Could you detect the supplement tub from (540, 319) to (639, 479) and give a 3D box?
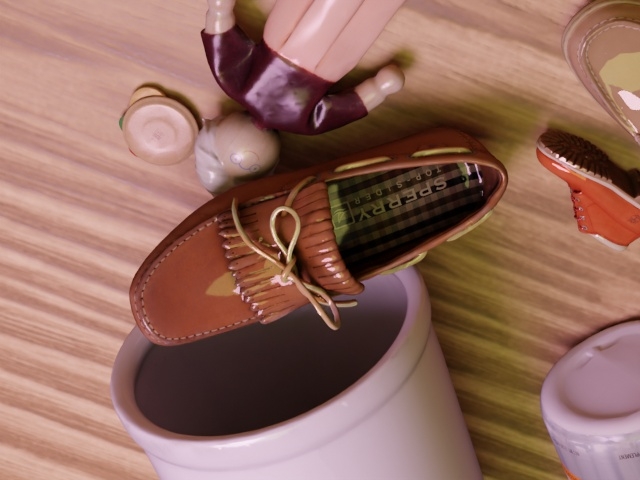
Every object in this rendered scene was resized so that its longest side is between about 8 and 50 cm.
[{"bbox_3d":[0.373,0.260,1.487,0.193,0.194,0.316,-18,118,17],"label":"supplement tub"}]

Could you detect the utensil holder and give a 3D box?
[{"bbox_3d":[0.004,0.239,1.450,0.327,0.328,0.386,-13,122,14],"label":"utensil holder"}]

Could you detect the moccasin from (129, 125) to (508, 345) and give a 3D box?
[{"bbox_3d":[0.001,0.003,1.320,0.380,0.147,0.139,-17,103,-10],"label":"moccasin"}]

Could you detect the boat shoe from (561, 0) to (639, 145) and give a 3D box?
[{"bbox_3d":[0.372,-0.103,1.312,0.341,0.110,0.122,35,119,-15],"label":"boat shoe"}]

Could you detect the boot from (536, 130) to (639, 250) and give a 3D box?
[{"bbox_3d":[0.270,-0.046,1.393,0.158,0.059,0.085,30,125,-13],"label":"boot"}]

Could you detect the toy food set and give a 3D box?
[{"bbox_3d":[-0.166,-0.113,1.423,0.083,0.020,0.083,25,121,-9],"label":"toy food set"}]

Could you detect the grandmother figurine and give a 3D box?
[{"bbox_3d":[-0.022,-0.176,1.323,0.207,0.104,0.342,31,118,-6],"label":"grandmother figurine"}]
